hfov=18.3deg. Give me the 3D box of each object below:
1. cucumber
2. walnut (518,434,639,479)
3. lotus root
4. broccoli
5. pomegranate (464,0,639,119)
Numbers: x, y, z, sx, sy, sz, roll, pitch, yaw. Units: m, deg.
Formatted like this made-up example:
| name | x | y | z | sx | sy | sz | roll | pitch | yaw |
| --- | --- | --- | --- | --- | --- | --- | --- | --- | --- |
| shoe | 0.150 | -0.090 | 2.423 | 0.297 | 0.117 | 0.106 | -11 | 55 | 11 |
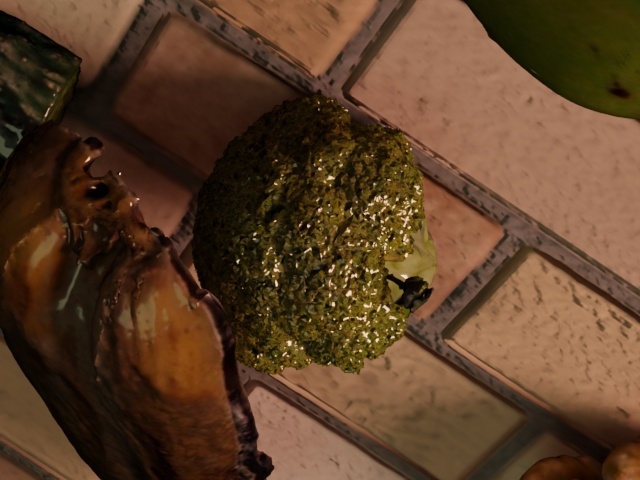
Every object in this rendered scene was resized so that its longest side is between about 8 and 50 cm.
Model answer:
| name | x | y | z | sx | sy | sz | roll | pitch | yaw |
| --- | --- | --- | --- | --- | --- | --- | --- | --- | --- |
| cucumber | -0.220 | -0.102 | 0.947 | 0.211 | 0.062 | 0.078 | 30 | 139 | 0 |
| walnut | 0.176 | 0.158 | 0.978 | 0.143 | 0.069 | 0.170 | -19 | 118 | 42 |
| lotus root | -0.097 | 0.074 | 0.973 | 0.167 | 0.078 | 0.329 | 50 | 165 | 30 |
| broccoli | 0.000 | 0.000 | 0.895 | 0.120 | 0.130 | 0.131 | 17 | 136 | -44 |
| pomegranate | 0.099 | -0.130 | 0.673 | 0.224 | 0.181 | 0.181 | 6 | 137 | 52 |
